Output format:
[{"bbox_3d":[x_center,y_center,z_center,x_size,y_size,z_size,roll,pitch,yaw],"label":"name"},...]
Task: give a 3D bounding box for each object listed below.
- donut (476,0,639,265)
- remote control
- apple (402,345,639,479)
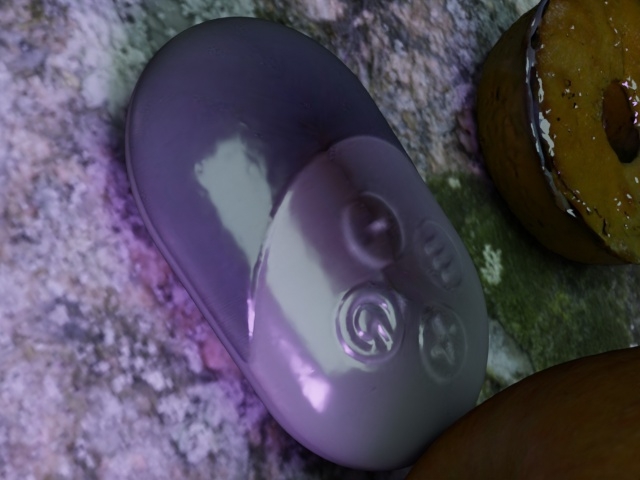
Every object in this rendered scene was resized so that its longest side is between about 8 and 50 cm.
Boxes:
[{"bbox_3d":[0.245,-0.099,0.959,0.272,0.107,0.272,11,71,-34],"label":"donut"},{"bbox_3d":[0.000,0.000,0.707,0.332,0.103,0.221,56,45,-6],"label":"remote control"},{"bbox_3d":[0.180,0.246,0.570,0.333,0.400,0.400,25,58,-23],"label":"apple"}]
